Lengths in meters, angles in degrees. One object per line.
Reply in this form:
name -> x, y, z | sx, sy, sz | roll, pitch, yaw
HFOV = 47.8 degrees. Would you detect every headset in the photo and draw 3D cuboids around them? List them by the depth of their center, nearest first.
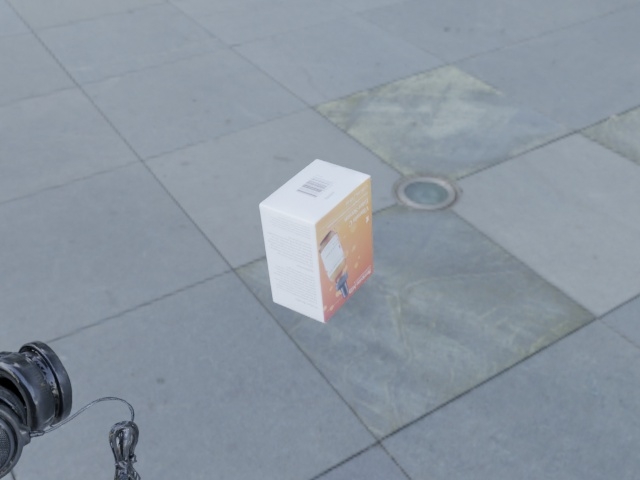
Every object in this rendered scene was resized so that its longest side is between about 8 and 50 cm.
headset -> -0.441, 0.265, 1.019 | 0.395, 0.185, 0.243 | 4, 19, 13

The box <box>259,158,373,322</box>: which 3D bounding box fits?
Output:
box -> 0.000, 0.000, 0.978 | 0.091, 0.170, 0.130 | 20, 44, 30
